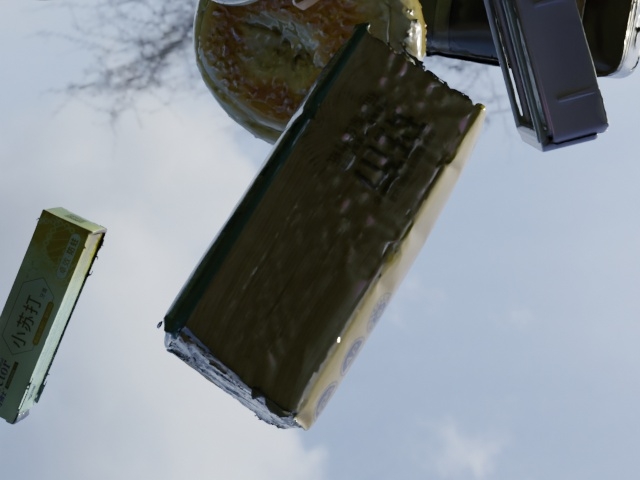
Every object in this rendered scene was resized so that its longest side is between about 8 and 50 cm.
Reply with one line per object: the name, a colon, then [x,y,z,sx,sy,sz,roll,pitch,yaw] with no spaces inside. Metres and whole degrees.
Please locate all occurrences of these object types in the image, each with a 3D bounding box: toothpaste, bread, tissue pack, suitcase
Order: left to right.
toothpaste: [-0.411,0.109,1.709,0.089,0.313,0.071,25,-171,5]
bread: [-0.010,-0.255,1.487,0.305,0.306,0.159,0,-163,21]
tissue pack: [0.000,0.000,0.889,0.134,0.192,0.271,32,-101,0]
suitcase: [0.330,-0.416,1.908,0.434,0.283,0.194,13,-171,22]

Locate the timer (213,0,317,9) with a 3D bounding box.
timer: [-0.089,-0.368,1.204,0.233,0.240,0.233,-41,-145,37]

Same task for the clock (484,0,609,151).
clock: [0.231,-0.197,1.230,0.073,0.193,0.144,-16,-171,3]
